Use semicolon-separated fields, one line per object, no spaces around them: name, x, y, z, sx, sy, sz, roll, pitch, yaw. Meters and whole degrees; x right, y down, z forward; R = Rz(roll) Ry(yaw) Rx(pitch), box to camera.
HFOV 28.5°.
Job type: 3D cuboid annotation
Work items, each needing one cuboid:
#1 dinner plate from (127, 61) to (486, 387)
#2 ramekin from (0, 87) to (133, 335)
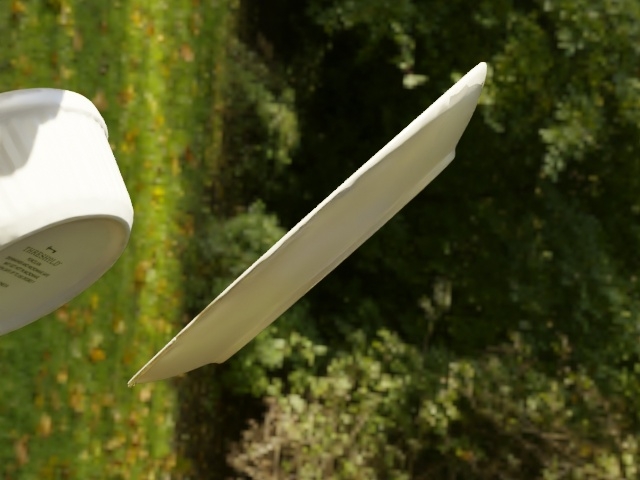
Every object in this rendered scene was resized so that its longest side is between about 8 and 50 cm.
dinner plate;0.000;0.000;0.376;0.017;0.141;0.141;49;6;0
ramekin;-0.301;-0.011;1.179;0.127;0.273;0.273;58;-6;16
